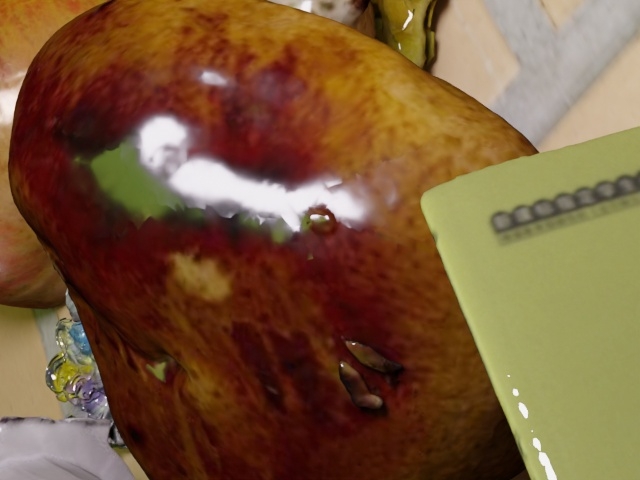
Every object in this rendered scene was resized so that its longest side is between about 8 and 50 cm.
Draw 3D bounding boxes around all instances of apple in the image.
[{"bbox_3d":[-0.281,-0.093,1.311,0.251,0.163,0.293,50,123,43],"label":"apple"}]

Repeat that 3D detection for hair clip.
[{"bbox_3d":[-0.160,0.072,1.228,0.116,0.049,0.172,-1,76,40],"label":"hair clip"}]

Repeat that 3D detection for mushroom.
[{"bbox_3d":[0.000,0.000,0.872,0.345,0.259,0.345,22,134,25],"label":"mushroom"}]

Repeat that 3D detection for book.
[{"bbox_3d":[0.202,0.093,0.576,0.035,0.239,0.352,90,163,-57],"label":"book"}]

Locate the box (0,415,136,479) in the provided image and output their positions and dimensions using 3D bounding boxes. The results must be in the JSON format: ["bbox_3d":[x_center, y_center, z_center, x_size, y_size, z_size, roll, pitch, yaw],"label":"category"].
[{"bbox_3d":[-0.144,0.286,1.046,0.206,0.262,0.291,15,136,43],"label":"box"}]

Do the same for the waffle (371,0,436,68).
[{"bbox_3d":[-0.008,-0.182,1.042,0.291,0.051,0.291,-12,74,50],"label":"waffle"}]
